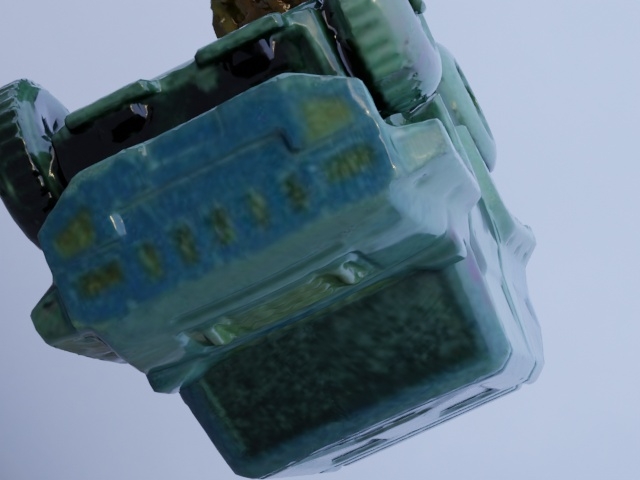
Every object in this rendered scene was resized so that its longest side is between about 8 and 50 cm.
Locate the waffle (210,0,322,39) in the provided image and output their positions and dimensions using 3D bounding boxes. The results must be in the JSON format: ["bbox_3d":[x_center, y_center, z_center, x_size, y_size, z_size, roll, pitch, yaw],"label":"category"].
[{"bbox_3d":[-0.012,-0.226,1.449,0.325,0.068,0.302,28,-55,44],"label":"waffle"}]

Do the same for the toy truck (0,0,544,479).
[{"bbox_3d":[0.000,0.000,0.555,0.156,0.155,0.279,67,10,12],"label":"toy truck"}]
